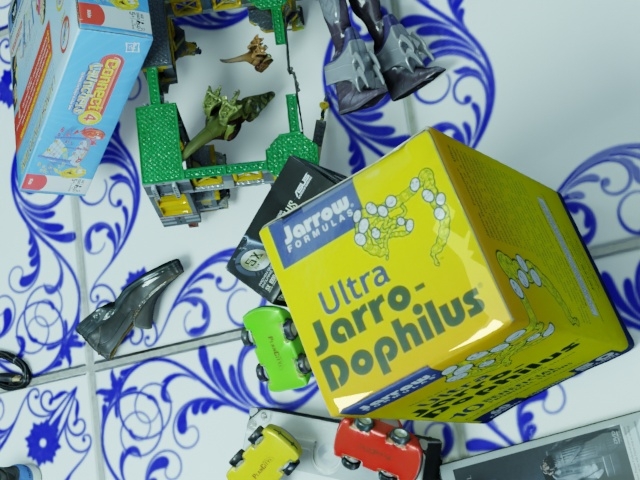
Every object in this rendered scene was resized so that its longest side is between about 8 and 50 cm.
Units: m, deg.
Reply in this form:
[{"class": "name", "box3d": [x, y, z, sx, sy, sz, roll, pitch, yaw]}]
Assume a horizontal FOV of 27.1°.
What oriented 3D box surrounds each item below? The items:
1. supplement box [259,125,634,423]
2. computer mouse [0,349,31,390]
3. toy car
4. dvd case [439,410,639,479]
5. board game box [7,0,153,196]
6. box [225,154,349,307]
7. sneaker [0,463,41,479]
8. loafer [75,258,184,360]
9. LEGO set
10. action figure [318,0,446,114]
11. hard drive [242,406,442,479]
[{"class": "supplement box", "box3d": [0.135, 0.051, 1.298, 0.194, 0.356, 0.195, -31, 68, 22]}, {"class": "computer mouse", "box3d": [-0.497, 0.186, 1.815, 0.242, 0.041, 0.071, -8, 77, 27]}, {"class": "toy car", "box3d": [-0.018, 0.166, 1.429, 0.239, 0.053, 0.225, -13, 105, 27]}, {"class": "dvd case", "box3d": [0.252, 0.292, 1.384, 0.238, 0.029, 0.179, -20, 72, 25]}, {"class": "board game box", "box3d": [-0.303, -0.264, 1.626, 0.308, 0.086, 0.302, 125, 141, -48]}, {"class": "box", "box3d": [0.000, 0.000, 1.483, 0.077, 0.180, 0.147, 35, 100, 29]}, {"class": "sneaker", "box3d": [-0.422, 0.361, 1.720, 0.058, 0.084, 0.152, 26, 95, 30]}, {"class": "loafer", "box3d": [-0.229, 0.085, 1.678, 0.170, 0.062, 0.061, -37, 88, 23]}, {"class": "LEGO set", "box3d": [-0.114, -0.159, 1.608, 0.255, 0.192, 0.331, -15, 73, -2]}, {"class": "action figure", "box3d": [0.028, -0.293, 1.533, 0.099, 0.185, 0.285, -33, 80, 56]}, {"class": "hard drive", "box3d": [0.003, 0.371, 1.493, 0.237, 0.064, 0.339, 7, 85, 30]}]
